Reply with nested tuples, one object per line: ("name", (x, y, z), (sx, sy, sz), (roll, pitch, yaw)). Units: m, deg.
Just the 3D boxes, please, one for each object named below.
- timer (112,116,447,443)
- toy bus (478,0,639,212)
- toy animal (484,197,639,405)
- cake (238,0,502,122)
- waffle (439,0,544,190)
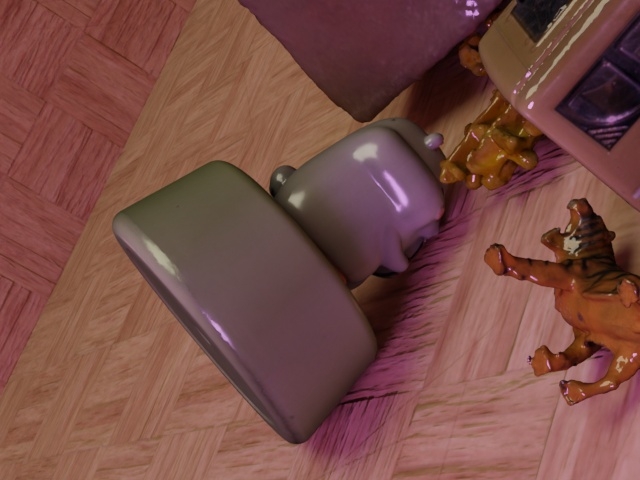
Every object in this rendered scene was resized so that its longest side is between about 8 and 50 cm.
("timer", (0.000, 0.000, 1.238), (0.315, 0.291, 0.291), (-39, 19, -10))
("toy bus", (0.294, -0.208, 0.889), (0.365, 0.202, 0.177), (-51, 21, 17))
("toy animal", (0.225, 0.050, 0.864), (0.116, 0.114, 0.255), (-19, 16, -21))
("cake", (0.085, -0.318, 1.402), (0.237, 0.230, 0.309), (-50, 6, -40))
("waffle", (0.226, -0.182, 1.196), (0.260, 0.069, 0.293), (-38, 26, 38))
